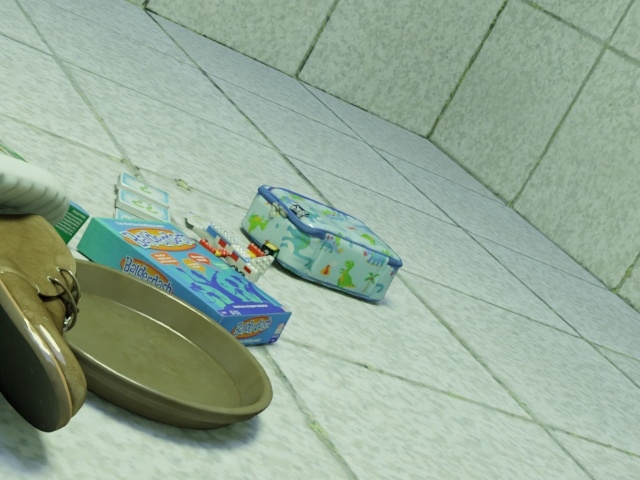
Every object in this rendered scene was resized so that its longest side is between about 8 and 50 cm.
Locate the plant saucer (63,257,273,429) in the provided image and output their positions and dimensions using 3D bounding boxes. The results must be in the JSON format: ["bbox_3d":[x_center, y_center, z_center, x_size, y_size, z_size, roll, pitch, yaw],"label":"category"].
[{"bbox_3d":[-0.176,0.103,1.307,0.278,0.041,0.278,27,13,-7],"label":"plant saucer"}]

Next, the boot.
[{"bbox_3d":[-0.246,0.050,1.136,0.115,0.112,0.305,-11,32,-27],"label":"boot"}]

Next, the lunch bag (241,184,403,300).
[{"bbox_3d":[0.000,0.000,1.974,0.219,0.090,0.176,21,12,-36],"label":"lunch bag"}]

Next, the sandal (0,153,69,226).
[{"bbox_3d":[-0.358,-0.081,1.198,0.169,0.102,0.416,-12,-14,15],"label":"sandal"}]

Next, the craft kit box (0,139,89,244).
[{"bbox_3d":[-0.406,-0.112,1.459,0.246,0.061,0.250,40,0,31],"label":"craft kit box"}]

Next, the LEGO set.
[{"bbox_3d":[-0.157,-0.021,1.790,0.244,0.060,0.182,26,17,-16],"label":"LEGO set"}]

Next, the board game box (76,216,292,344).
[{"bbox_3d":[-0.157,0.047,1.544,0.210,0.047,0.160,34,14,23],"label":"board game box"}]
